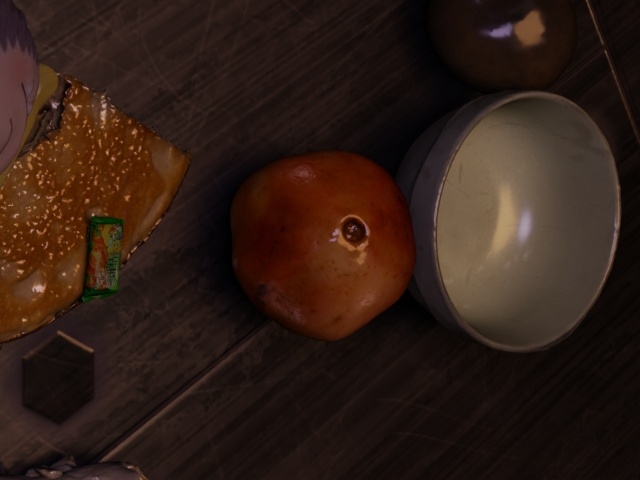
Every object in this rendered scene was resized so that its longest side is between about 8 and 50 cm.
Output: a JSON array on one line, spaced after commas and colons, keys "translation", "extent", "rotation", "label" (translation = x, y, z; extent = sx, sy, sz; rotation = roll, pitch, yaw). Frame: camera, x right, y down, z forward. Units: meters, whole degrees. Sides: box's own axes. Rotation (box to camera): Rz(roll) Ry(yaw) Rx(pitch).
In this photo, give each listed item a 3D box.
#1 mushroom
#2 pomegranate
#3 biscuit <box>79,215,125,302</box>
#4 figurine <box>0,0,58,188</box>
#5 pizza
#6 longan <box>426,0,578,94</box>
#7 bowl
[{"translation": [-0.283, 0.267, 1.774], "extent": [0.278, 0.096, 0.099], "rotation": [7, 88, -35], "label": "mushroom"}, {"translation": [0.004, -0.001, 1.917], "extent": [0.209, 0.209, 0.209], "rotation": [-4, 96, -39], "label": "pomegranate"}, {"translation": [-0.216, 0.018, 1.765], "extent": [0.046, 0.016, 0.089], "rotation": [-5, 106, -46], "label": "biscuit"}, {"translation": [-0.346, -0.212, 1.474], "extent": [0.266, 0.378, 0.361], "rotation": [9, 79, -7], "label": "figurine"}, {"translation": [-0.273, -0.044, 1.758], "extent": [0.323, 0.089, 0.223], "rotation": [-45, 127, -29], "label": "pizza"}, {"translation": [0.216, -0.253, 2.098], "extent": [0.187, 0.167, 0.167], "rotation": [10, 87, -14], "label": "longan"}, {"translation": [0.199, -0.031, 2.085], "extent": [0.307, 0.163, 0.307], "rotation": [-9, 105, -38], "label": "bowl"}]
